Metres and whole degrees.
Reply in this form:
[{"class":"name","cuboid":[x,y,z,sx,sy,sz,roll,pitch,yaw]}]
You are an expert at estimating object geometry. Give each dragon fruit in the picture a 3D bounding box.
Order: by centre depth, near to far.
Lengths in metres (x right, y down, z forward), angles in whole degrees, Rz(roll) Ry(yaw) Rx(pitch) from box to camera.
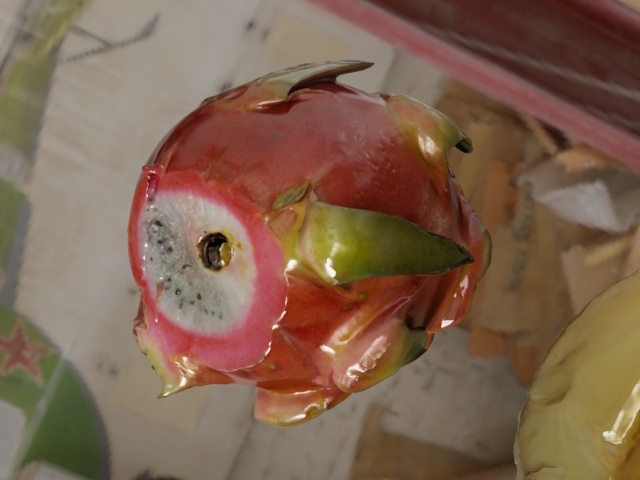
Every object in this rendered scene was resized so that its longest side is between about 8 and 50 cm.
[{"class":"dragon fruit","cuboid":[-0.003,-0.001,0.898,0.227,0.224,0.224,-22,-21,-42]}]

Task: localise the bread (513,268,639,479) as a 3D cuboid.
[{"class":"bread","cuboid":[0.233,0.195,0.692,0.236,0.388,0.183,-25,-18,16]}]
